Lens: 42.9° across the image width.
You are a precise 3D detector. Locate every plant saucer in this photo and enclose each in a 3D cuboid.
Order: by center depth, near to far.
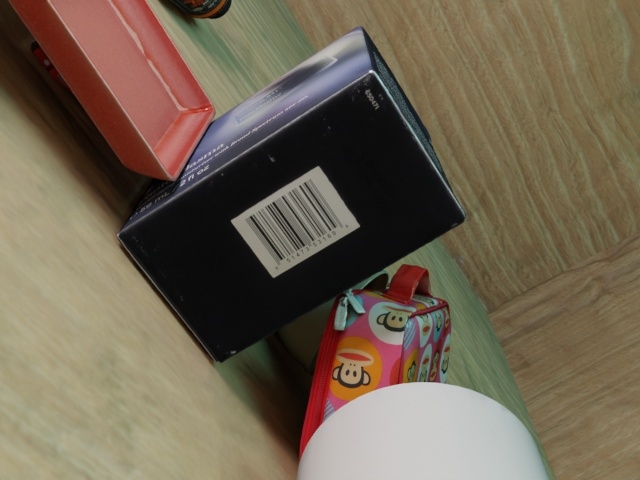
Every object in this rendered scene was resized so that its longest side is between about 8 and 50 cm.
[{"bbox_3d":[-0.213,-0.198,0.831,0.258,0.048,0.259,58,15,-20],"label":"plant saucer"}]

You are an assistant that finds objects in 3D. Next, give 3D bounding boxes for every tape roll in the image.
[{"bbox_3d":[0.095,0.273,0.727,0.246,0.246,0.169,55,13,-19],"label":"tape roll"}]

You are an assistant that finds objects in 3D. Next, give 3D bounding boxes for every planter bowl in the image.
[{"bbox_3d":[-0.003,0.076,1.040,0.109,0.162,0.162,36,6,16],"label":"planter bowl"}]

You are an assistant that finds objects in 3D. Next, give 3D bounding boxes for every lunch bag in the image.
[{"bbox_3d":[0.081,0.155,0.955,0.293,0.120,0.258,12,88,-71],"label":"lunch bag"}]

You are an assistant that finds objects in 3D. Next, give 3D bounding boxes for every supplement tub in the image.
[{"bbox_3d":[-0.227,-0.461,1.443,0.106,0.106,0.198,63,13,13],"label":"supplement tub"}]

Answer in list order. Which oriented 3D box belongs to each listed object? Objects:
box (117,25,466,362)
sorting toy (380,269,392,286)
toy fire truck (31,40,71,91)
[{"bbox_3d":[-0.030,-0.068,0.895,0.182,0.296,0.294,55,13,-18],"label":"box"},{"bbox_3d":[0.000,0.000,1.155,0.038,0.208,0.193,-34,95,-35],"label":"sorting toy"},{"bbox_3d":[-0.244,-0.196,0.915,0.135,0.047,0.192,54,14,-26],"label":"toy fire truck"}]
